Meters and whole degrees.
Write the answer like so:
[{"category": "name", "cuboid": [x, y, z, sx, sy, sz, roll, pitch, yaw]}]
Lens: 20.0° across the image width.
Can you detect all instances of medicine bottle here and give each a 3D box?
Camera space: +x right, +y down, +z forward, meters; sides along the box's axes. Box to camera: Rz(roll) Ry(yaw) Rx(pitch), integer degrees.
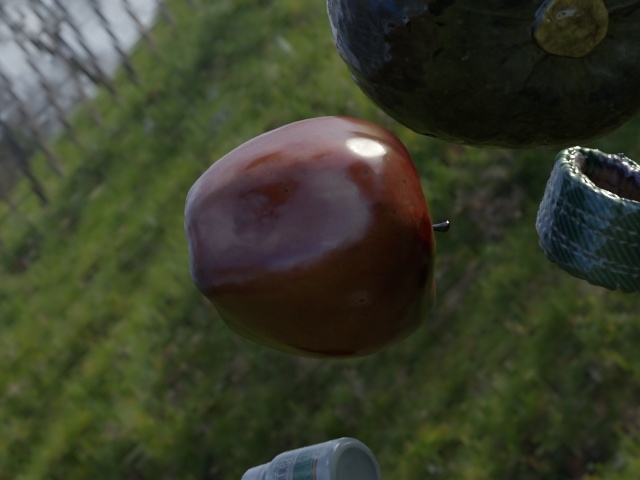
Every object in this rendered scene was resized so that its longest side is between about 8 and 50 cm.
[{"category": "medicine bottle", "cuboid": [-0.012, 0.239, 1.753, 0.130, 0.080, 0.080, -18, 19, 40]}]

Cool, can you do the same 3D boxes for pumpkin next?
[{"category": "pumpkin", "cuboid": [0.224, -0.310, 2.064, 0.454, 0.454, 0.344, -43, 36, 15]}]

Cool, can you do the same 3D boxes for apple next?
[{"category": "apple", "cuboid": [0.001, 0.001, 1.595, 0.234, 0.234, 0.234, -44, 2, 2]}]

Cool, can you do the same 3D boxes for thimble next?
[{"category": "thimble", "cuboid": [0.254, -0.019, 1.617, 0.135, 0.118, 0.090, 56, 132, 54]}]
